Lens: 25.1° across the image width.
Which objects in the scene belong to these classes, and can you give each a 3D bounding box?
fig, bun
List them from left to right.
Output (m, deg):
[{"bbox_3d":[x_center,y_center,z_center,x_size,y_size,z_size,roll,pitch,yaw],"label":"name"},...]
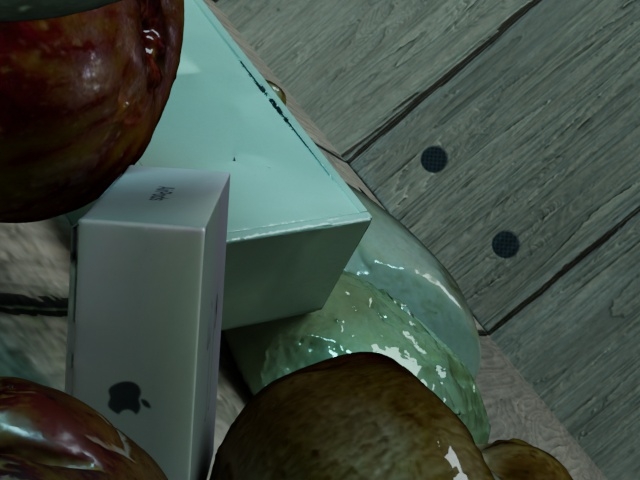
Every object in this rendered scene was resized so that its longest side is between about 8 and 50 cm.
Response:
[{"bbox_3d":[-0.172,-0.092,0.646,0.175,0.207,0.175,1,90,-84],"label":"fig"},{"bbox_3d":[0.034,0.093,0.962,0.221,0.108,0.221,48,8,-9],"label":"bun"}]

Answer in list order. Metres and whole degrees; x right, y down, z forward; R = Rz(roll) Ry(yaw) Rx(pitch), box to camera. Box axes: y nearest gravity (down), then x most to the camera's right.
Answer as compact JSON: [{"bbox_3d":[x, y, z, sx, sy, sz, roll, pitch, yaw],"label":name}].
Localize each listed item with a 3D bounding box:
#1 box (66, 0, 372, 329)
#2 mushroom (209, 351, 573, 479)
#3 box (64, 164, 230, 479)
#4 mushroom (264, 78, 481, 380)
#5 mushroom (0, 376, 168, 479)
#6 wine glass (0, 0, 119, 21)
[{"bbox_3d":[-0.092,-0.053,0.871,0.129,0.086,0.225,-9,51,-38],"label":"box"},{"bbox_3d":[0.054,0.160,0.584,0.253,0.153,0.253,49,5,-6],"label":"mushroom"},{"bbox_3d":[-0.068,0.044,0.576,0.051,0.129,0.130,5,12,-1],"label":"box"},{"bbox_3d":[0.000,0.000,1.178,0.350,0.128,0.128,52,7,30],"label":"mushroom"},{"bbox_3d":[-0.085,0.089,0.422,0.170,0.080,0.135,49,-3,-27],"label":"mushroom"},{"bbox_3d":[-0.093,-0.129,0.406,0.190,0.357,0.190,46,7,-8],"label":"wine glass"}]
